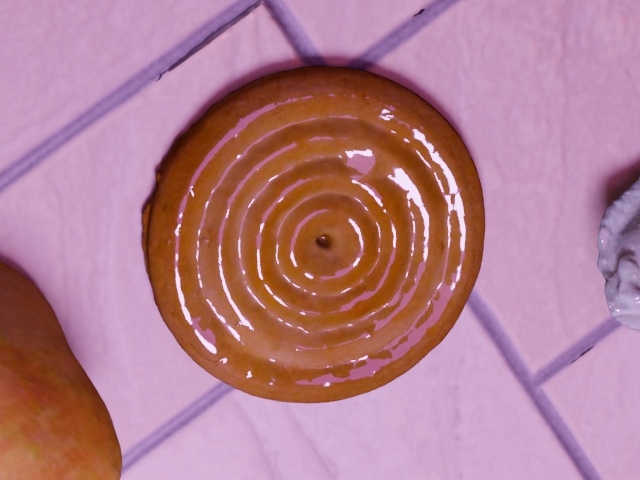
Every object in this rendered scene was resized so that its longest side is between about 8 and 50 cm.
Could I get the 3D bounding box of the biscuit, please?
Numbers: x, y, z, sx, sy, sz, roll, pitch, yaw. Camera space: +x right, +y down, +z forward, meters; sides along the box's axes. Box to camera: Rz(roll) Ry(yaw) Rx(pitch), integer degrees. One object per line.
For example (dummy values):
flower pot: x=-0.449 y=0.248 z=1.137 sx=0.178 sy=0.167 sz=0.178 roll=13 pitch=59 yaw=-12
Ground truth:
biscuit: x=0.000 y=0.000 z=1.412 sx=0.262 sy=0.037 sz=0.262 roll=-5 pitch=108 yaw=-15

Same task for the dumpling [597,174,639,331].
dumpling: x=0.310 y=0.010 z=1.468 sx=0.216 sy=0.105 sz=0.149 roll=11 pitch=102 yaw=-19

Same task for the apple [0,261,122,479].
apple: x=-0.302 y=0.158 z=1.296 sx=0.309 sy=0.314 sz=0.252 roll=-35 pitch=155 yaw=2
